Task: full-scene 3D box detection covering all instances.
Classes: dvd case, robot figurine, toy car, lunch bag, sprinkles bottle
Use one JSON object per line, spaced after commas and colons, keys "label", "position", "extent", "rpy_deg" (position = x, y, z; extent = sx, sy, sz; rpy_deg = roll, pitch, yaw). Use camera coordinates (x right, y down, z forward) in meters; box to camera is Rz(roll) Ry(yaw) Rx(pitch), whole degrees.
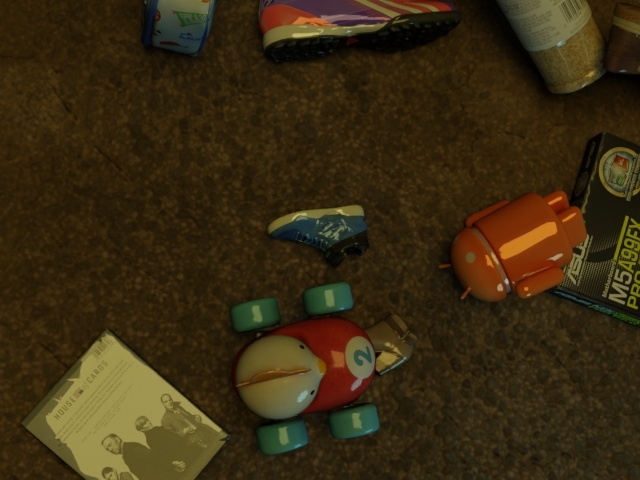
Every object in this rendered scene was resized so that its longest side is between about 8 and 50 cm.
{"label": "dvd case", "position": [-0.275, 0.270, 1.449], "extent": [0.238, 0.029, 0.179], "rpy_deg": [41, 77, -1]}
{"label": "robot figurine", "position": [0.290, 0.012, 1.531], "extent": [0.219, 0.128, 0.158], "rpy_deg": [-29, 83, -1]}
{"label": "toy car", "position": [-0.031, 0.179, 1.385], "extent": [0.210, 0.238, 0.219], "rpy_deg": [-12, 86, 5]}
{"label": "lunch bag", "position": [-0.180, -0.433, 1.466], "extent": [0.115, 0.243, 0.303], "rpy_deg": [13, 80, -8]}
{"label": "sprinkles bottle", "position": [0.318, -0.393, 1.544], "extent": [0.121, 0.121, 0.355], "rpy_deg": [-44, 116, -13]}

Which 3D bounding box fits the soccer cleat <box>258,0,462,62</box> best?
{"label": "soccer cleat", "position": [0.062, -0.354, 1.571], "extent": [0.318, 0.108, 0.116], "rpy_deg": [-8, 79, -9]}

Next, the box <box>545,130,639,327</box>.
{"label": "box", "position": [0.497, -0.010, 1.615], "extent": [0.216, 0.060, 0.270], "rpy_deg": [21, 78, -7]}

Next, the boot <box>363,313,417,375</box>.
{"label": "boot", "position": [0.085, 0.143, 1.531], "extent": [0.118, 0.042, 0.087], "rpy_deg": [45, 70, -2]}

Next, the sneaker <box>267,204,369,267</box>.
{"label": "sneaker", "position": [0.000, 0.000, 1.525], "extent": [0.152, 0.058, 0.085], "rpy_deg": [-8, 74, -18]}

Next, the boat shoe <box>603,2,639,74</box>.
{"label": "boat shoe", "position": [0.566, -0.285, 1.613], "extent": [0.342, 0.123, 0.123], "rpy_deg": [1, 113, -42]}
